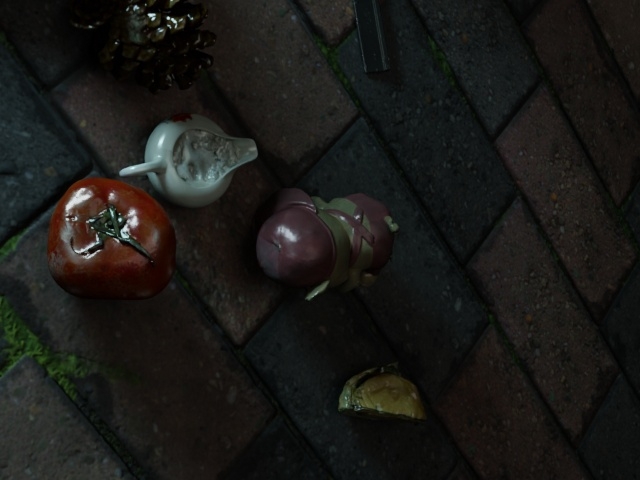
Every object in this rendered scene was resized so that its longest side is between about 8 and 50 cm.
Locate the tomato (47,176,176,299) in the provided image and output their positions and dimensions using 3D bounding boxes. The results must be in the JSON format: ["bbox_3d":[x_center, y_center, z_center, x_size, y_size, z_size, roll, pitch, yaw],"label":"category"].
[{"bbox_3d":[-0.285,0.002,1.482,0.187,0.151,0.187,0,70,1],"label":"tomato"}]

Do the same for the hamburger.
[{"bbox_3d":[0.104,0.262,1.844,0.176,0.087,0.102,14,63,-31],"label":"hamburger"}]

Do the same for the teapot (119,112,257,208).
[{"bbox_3d":[-0.207,-0.118,1.609,0.226,0.092,0.145,-19,94,-40],"label":"teapot"}]

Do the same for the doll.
[{"bbox_3d":[-0.001,0.003,1.737,0.256,0.196,0.152,-11,130,-45],"label":"doll"}]

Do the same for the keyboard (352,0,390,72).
[{"bbox_3d":[0.087,-0.403,1.951,0.060,0.018,0.195,-10,91,-34],"label":"keyboard"}]

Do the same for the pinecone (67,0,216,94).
[{"bbox_3d":[-0.245,-0.304,1.546,0.212,0.186,0.168,67,34,-34],"label":"pinecone"}]
